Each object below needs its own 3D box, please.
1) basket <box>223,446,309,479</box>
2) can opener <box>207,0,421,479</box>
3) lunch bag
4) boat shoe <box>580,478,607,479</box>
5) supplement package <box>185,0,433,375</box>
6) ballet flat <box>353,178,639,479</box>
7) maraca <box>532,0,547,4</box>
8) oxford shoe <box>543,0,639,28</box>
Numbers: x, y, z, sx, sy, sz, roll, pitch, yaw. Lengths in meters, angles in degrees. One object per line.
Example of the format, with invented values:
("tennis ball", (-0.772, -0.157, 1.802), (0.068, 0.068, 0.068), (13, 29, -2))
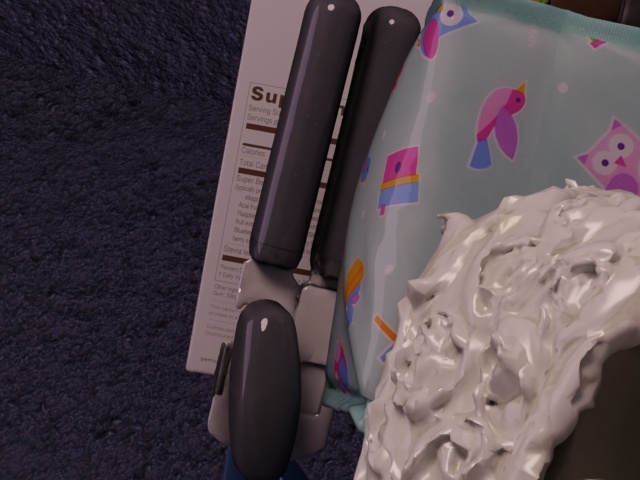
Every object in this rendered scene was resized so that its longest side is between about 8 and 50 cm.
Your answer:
("basket", (-0.017, 0.327, 1.125), (0.289, 0.201, 0.255), (45, 134, 50))
("can opener", (0.000, 0.000, 0.763), (0.095, 0.076, 0.284), (-142, 65, -76))
("lunch bag", (0.091, 0.005, 0.715), (0.262, 0.160, 0.223), (124, 159, -85))
("boat shoe", (0.045, 0.176, 0.223), (0.098, 0.096, 0.277), (96, -172, -66))
("supplement package", (0.016, -0.039, 0.987), (0.177, 0.175, 0.293), (-6, -74, -89))
("ballet flat", (0.045, 0.172, 0.341), (0.147, 0.147, 0.409), (83, -160, -79))
("maraca", (0.167, -0.122, 1.031), (0.127, 0.099, 0.186), (77, -146, -50))
("oxford shoe", (0.164, -0.111, 0.917), (0.227, 0.096, 0.083), (97, -174, -46))
